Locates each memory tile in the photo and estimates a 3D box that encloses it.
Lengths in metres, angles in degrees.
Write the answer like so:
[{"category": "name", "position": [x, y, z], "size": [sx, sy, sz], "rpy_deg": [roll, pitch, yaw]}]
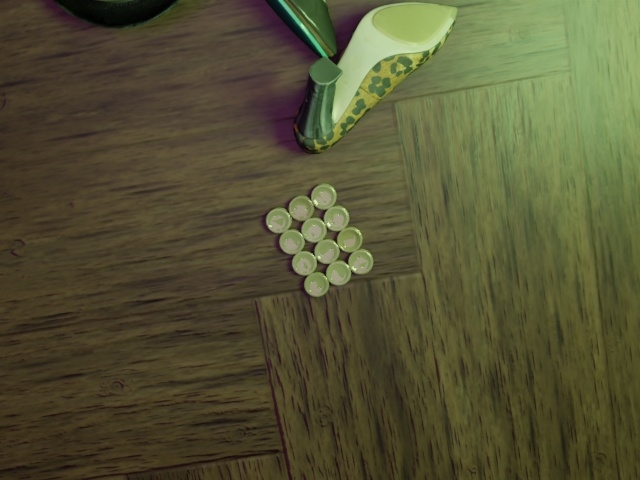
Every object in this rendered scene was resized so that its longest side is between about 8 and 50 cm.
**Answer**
[{"category": "memory tile", "position": [0.000, 0.000, 1.274], "size": [0.113, 0.012, 0.148], "rpy_deg": [-29, 99, 7]}]

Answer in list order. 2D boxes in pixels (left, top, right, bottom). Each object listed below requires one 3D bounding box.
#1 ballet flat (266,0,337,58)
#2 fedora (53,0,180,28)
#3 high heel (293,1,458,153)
[{"category": "ballet flat", "position": [-0.066, -0.362, 1.159], "size": [0.280, 0.095, 0.096], "rpy_deg": [40, 92, -7]}, {"category": "fedora", "position": [-0.285, -0.428, 1.078], "size": [0.334, 0.152, 0.334], "rpy_deg": [6, 108, 20]}, {"category": "high heel", "position": [0.072, -0.222, 1.208], "size": [0.261, 0.186, 0.093], "rpy_deg": [-32, 71, -23]}]
